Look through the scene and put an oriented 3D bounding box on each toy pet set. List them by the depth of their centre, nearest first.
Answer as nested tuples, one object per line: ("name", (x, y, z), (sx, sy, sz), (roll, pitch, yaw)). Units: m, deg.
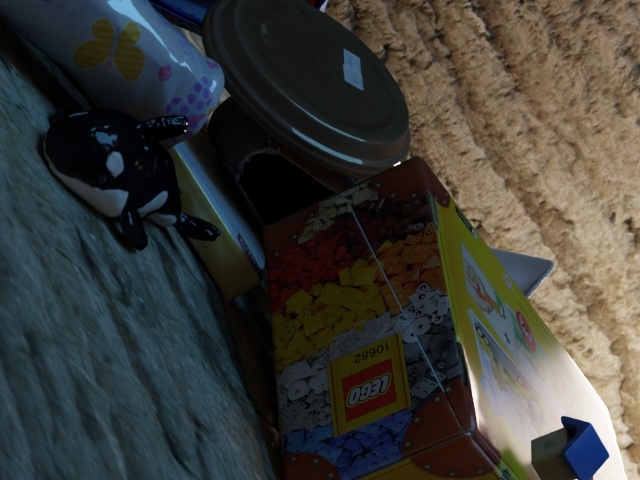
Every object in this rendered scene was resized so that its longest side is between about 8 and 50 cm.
("toy pet set", (0.251, 0.221, 1.653), (0.114, 0.065, 0.122), (58, 19, -23))

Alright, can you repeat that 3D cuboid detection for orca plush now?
("orca plush", (-0.153, -0.067, 1.628), (0.287, 0.102, 0.151), (45, 15, -57))

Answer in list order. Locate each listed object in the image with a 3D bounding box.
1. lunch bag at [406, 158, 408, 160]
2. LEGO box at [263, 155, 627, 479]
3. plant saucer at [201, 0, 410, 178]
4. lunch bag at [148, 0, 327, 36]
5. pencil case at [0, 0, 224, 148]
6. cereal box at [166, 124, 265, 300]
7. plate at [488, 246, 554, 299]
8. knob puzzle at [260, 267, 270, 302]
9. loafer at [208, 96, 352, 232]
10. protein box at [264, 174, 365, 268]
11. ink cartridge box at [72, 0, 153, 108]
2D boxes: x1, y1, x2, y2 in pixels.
("lunch bag", (0.029, -0.108, 2.358), (0.219, 0.090, 0.176), (36, -11, -4))
("LEGO box", (0.156, 0.220, 1.816), (0.500, 0.193, 0.372), (50, 23, -40))
("plant saucer", (-0.007, -0.182, 1.936), (0.278, 0.041, 0.278), (29, 32, -20))
("lunch bag", (-0.138, -0.306, 2.157), (0.293, 0.138, 0.221), (13, 6, -4))
("pencil case", (-0.213, -0.202, 1.657), (0.273, 0.113, 0.124), (42, 5, -34))
("cereal box", (-0.121, -0.045, 1.914), (0.173, 0.047, 0.240), (58, 9, -11))
("plate", (0.128, 0.063, 2.195), (0.278, 0.277, 0.045), (-43, 142, -61))
("knob puzzle", (-0.004, 0.131, 1.879), (0.213, 0.030, 0.213), (-20, 90, -83))
("loafer", (0.000, 0.000, 1.940), (0.366, 0.134, 0.130), (46, 19, -24))
("protein box", (-0.016, -0.076, 2.102), (0.199, 0.201, 0.136), (56, 9, -7))
("ink cartridge box", (-0.238, -0.236, 1.806), (0.218, 0.092, 0.158), (49, 12, -34))
